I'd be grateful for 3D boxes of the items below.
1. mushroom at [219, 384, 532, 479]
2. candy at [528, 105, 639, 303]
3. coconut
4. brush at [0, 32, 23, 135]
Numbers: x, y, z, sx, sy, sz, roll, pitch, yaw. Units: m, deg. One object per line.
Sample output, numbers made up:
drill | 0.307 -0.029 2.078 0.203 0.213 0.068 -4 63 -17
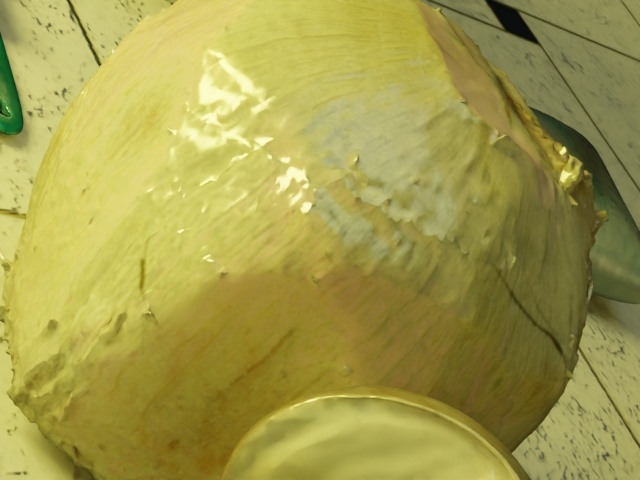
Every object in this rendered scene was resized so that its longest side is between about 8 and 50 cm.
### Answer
mushroom | 0.024 0.199 0.841 0.189 0.195 0.253 47 32 -64
candy | 0.186 -0.034 1.535 0.138 0.071 0.174 24 30 -34
coconut | 0.000 0.000 1.010 0.297 0.254 0.297 32 29 -21
brush | -0.203 -0.135 1.189 0.043 0.032 0.193 20 32 -39
